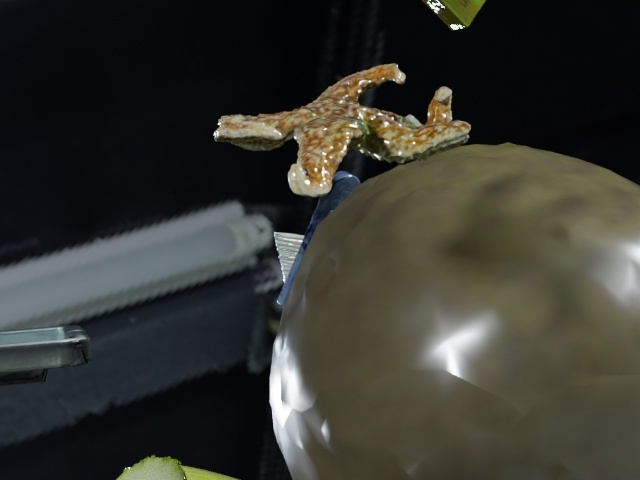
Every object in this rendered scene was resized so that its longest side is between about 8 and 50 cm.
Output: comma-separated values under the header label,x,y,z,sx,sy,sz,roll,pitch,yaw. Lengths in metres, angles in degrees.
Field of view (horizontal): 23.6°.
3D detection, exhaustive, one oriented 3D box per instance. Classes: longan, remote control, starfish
label,x,y,z,sx,sy,sz,roll,pitch,yaw
longan,0.164,0.128,1.241,0.404,0.436,0.404,-39,-31,-30
remote control,0.001,0.001,1.575,0.043,0.027,0.152,15,-81,-44
starfish,0.017,-0.060,0.924,0.209,0.150,0.053,-56,-35,-68

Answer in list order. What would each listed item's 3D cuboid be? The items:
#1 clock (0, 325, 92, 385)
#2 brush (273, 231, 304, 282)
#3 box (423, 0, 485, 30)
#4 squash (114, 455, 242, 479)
label,x,y,z,sx,sy,sz,roll,pitch,yaw
clock,-0.387,0.129,1.622,0.279,0.273,0.049,-4,-89,-11
brush,0.075,0.049,1.672,0.013,0.272,0.103,-49,-42,-45
box,0.093,-0.300,1.388,0.193,0.030,0.121,41,-110,-24
squash,-0.045,0.209,1.048,0.287,0.137,0.137,7,-64,-46
